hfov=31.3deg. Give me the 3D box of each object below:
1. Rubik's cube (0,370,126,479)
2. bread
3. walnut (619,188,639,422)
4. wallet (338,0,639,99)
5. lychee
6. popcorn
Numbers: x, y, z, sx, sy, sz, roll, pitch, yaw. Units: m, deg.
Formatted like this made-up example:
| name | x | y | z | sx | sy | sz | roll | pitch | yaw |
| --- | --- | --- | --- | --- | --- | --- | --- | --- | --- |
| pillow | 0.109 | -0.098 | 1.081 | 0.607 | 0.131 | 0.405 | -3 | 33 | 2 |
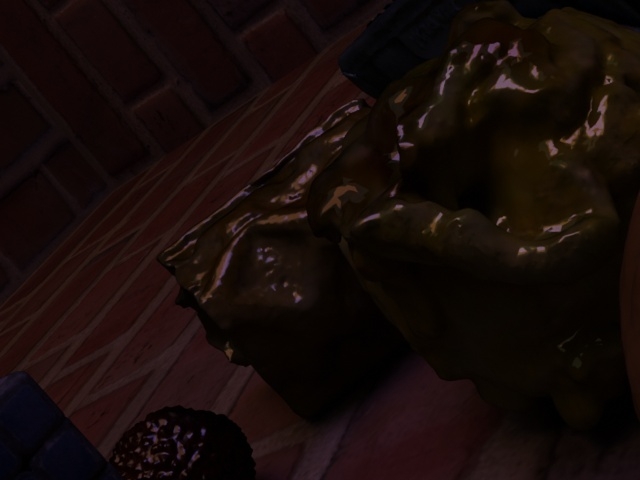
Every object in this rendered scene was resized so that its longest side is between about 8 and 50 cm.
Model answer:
| name | x | y | z | sx | sy | sz | roll | pitch | yaw |
| --- | --- | --- | --- | --- | --- | --- | --- | --- | --- |
| Rubik's cube | -0.256 | 0.266 | 0.802 | 0.238 | 0.237 | 0.237 | -24 | 19 | 43 |
| bread | 0.004 | 0.016 | 1.007 | 0.252 | 0.196 | 0.238 | -38 | 15 | -8 |
| walnut | 0.231 | 0.011 | 0.436 | 0.261 | 0.225 | 0.225 | -45 | 14 | 1 |
| wallet | 0.169 | -0.133 | 0.875 | 0.075 | 0.237 | 0.342 | -57 | 10 | -27 |
| lychee | -0.112 | 0.192 | 0.913 | 0.123 | 0.123 | 0.129 | -31 | 25 | 29 |
| popcorn | 0.137 | -0.025 | 0.724 | 0.293 | 0.237 | 0.293 | -36 | 16 | 12 |
